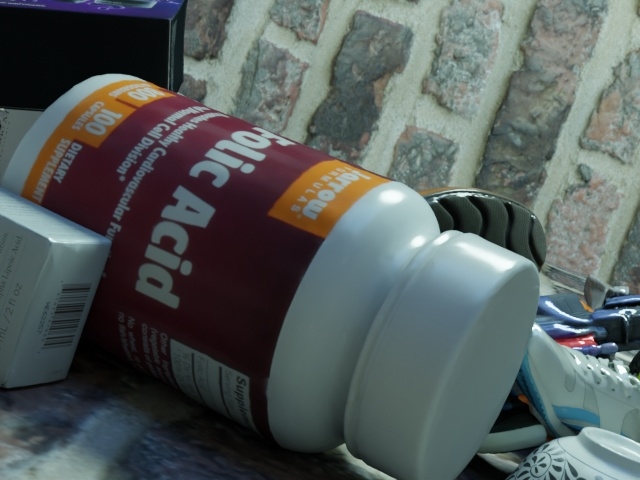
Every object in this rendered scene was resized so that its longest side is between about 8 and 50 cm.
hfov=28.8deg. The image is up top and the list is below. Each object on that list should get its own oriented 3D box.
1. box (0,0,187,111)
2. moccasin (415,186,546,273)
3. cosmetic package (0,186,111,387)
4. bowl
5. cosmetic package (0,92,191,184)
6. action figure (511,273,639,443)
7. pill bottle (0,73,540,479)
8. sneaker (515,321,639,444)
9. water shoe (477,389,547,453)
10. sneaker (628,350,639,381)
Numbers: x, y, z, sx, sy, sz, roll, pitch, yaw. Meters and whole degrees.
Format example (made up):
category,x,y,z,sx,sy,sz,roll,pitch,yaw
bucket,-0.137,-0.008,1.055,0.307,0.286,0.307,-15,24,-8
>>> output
category,x,y,z,sx,sy,sz,roll,pitch,yaw
box,-0.268,-0.192,1.212,0.261,0.103,0.184,4,16,-3
moccasin,0.078,0.027,1.394,0.380,0.139,0.147,-15,-1,-21
cosmetic package,-0.280,0.009,0.930,0.231,0.117,0.085,23,8,22
bowl,0.237,0.206,1.032,0.170,0.080,0.170,19,9,-3
cosmetic package,-0.228,-0.083,1.394,0.155,0.197,0.365,9,11,-37
action figure,0.283,0.132,1.344,0.341,0.178,0.330,-4,12,5
pill bottle,-0.044,0.030,0.987,0.392,0.224,0.224,23,8,24
sneaker,0.238,0.137,1.122,0.228,0.092,0.087,48,7,-35
water shoe,0.137,0.139,1.148,0.073,0.080,0.203,-6,9,-21
sneaker,0.457,0.180,1.346,0.147,0.145,0.385,28,-17,-16
